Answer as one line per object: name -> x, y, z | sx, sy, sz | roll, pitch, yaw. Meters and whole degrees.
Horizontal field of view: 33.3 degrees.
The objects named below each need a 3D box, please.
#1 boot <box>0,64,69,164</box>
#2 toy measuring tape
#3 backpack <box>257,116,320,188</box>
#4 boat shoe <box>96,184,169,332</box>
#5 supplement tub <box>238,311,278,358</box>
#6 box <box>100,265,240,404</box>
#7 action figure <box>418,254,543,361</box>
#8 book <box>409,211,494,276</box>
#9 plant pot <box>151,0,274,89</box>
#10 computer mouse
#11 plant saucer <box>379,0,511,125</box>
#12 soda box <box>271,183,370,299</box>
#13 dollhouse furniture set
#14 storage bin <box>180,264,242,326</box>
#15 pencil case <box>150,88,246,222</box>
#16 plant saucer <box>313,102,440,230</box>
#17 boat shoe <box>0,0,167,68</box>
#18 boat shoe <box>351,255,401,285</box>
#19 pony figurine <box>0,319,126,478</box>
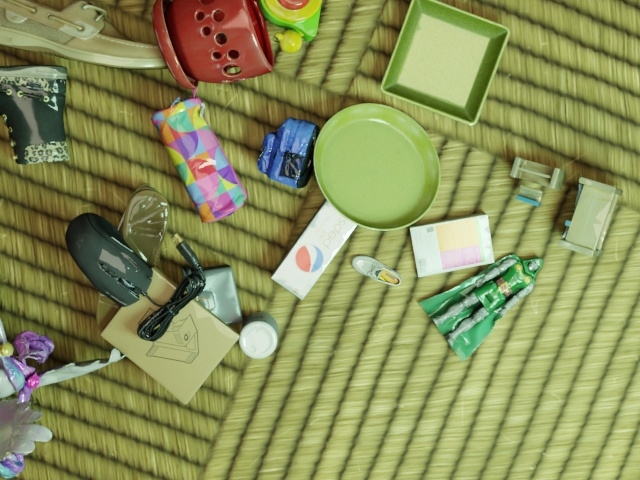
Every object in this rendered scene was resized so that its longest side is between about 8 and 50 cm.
boot -> -0.567, -0.223, 1.920 | 0.236, 0.085, 0.179 | -4, 99, -1
toy measuring tape -> -0.045, -0.495, 1.887 | 0.121, 0.121, 0.330 | 9, 88, -2
backpack -> -0.055, -0.163, 1.926 | 0.101, 0.098, 0.120 | 20, 97, 1
boat shoe -> -0.341, 0.039, 1.960 | 0.104, 0.089, 0.285 | 17, 100, -18
supplement tub -> -0.112, 0.173, 1.958 | 0.071, 0.107, 0.071 | 0, 96, -2
box -> -0.269, 0.169, 1.915 | 0.201, 0.021, 0.164 | 39, 102, 2
action figure -> 0.316, 0.102, 1.983 | 0.232, 0.063, 0.137 | -37, 92, 0
book -> 0.244, 0.008, 1.983 | 0.144, 0.035, 0.096 | -10, 100, 1
plant pot -> -0.187, -0.359, 1.860 | 0.174, 0.191, 0.191 | -18, 96, 8
computer mouse -> -0.326, 0.035, 1.863 | 0.184, 0.060, 0.262 | -41, 86, 13
plant saucer -> 0.224, -0.326, 1.938 | 0.188, 0.045, 0.188 | 20, 96, -2
soda box -> 0.000, 0.000, 1.960 | 0.074, 0.069, 0.216 | 36, 95, -4
dollhouse furniture set -> 0.436, -0.061, 1.947 | 0.183, 0.129, 0.129 | 20, 97, 21
storage bin -> -0.197, 0.106, 1.962 | 0.091, 0.098, 0.135 | -13, 97, -10
pencil case -> -0.217, -0.149, 1.927 | 0.104, 0.104, 0.236 | -24, 98, 2
plant saucer -> 0.098, -0.129, 1.923 | 0.241, 0.037, 0.241 | 5, 73, -15
boat shoe -> -0.427, -0.372, 1.885 | 0.341, 0.121, 0.110 | 11, 97, -1
boat shoe -> 0.105, 0.058, 1.984 | 0.100, 0.035, 0.035 | 28, 96, -4
pony figurine -> -0.567, 0.247, 1.894 | 0.351, 0.303, 0.363 | -24, 101, 40
